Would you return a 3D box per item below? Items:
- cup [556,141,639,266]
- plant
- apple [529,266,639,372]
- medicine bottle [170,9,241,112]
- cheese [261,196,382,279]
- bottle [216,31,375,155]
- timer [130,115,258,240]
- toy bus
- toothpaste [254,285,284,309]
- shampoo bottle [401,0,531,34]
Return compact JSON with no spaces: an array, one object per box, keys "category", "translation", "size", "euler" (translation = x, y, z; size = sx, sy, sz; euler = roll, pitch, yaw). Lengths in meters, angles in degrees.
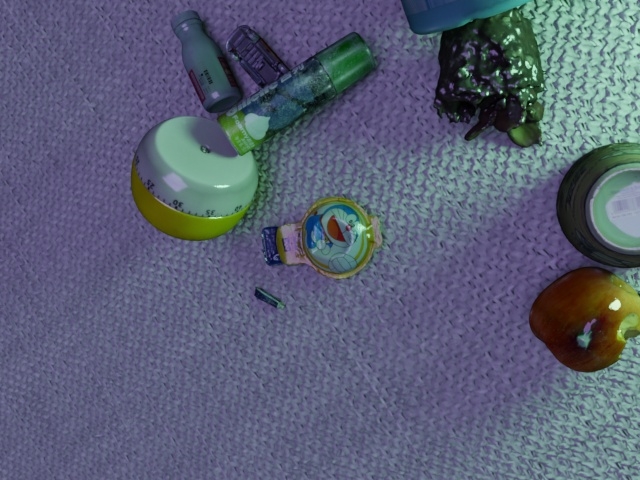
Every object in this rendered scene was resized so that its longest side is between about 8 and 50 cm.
[{"category":"cup","translation":[0.546,-0.063,1.057],"size":[0.300,0.257,0.228],"euler":[-19,90,20]},{"category":"plant","translation":[0.307,-0.285,1.168],"size":[0.178,0.204,0.234],"euler":[-5,90,32]},{"category":"apple","translation":[0.477,0.137,1.148],"size":[0.199,0.199,0.199],"euler":[2,96,21]},{"category":"medicine bottle","translation":[-0.257,-0.396,1.427],"size":[0.090,0.090,0.217],"euler":[-27,84,21]},{"category":"cheese","translation":[0.000,0.000,1.373],"size":[0.270,0.069,0.177],"euler":[-8,92,22]},{"category":"bottle","translation":[-0.048,-0.296,1.301],"size":[0.330,0.093,0.093],"euler":[-33,82,0]},{"category":"timer","translation":[-0.284,-0.100,1.391],"size":[0.284,0.285,0.286],"euler":[2,96,21]},{"category":"toy bus","translation":[-0.122,-0.377,1.382],"size":[0.079,0.077,0.174],"euler":[-44,79,18]},{"category":"toothpaste","translation":[-0.116,0.133,1.459],"size":[0.083,0.019,0.027],"euler":[27,121,21]},{"category":"shampoo bottle","translation":[0.253,-0.552,1.046],"size":[0.330,0.331,0.343],"euler":[-14,110,22]}]
